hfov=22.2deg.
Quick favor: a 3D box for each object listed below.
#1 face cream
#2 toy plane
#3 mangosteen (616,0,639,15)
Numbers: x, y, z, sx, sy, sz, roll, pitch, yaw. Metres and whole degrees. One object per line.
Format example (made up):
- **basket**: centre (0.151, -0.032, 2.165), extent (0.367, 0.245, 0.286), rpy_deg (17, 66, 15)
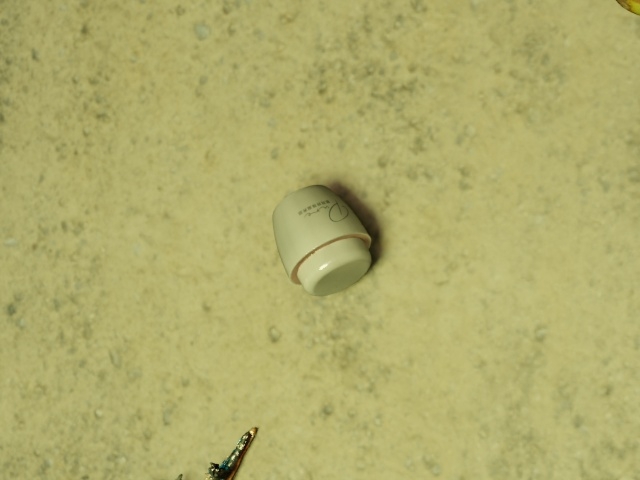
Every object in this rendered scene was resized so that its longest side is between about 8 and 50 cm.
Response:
- **face cream**: centre (0.000, 0.000, 1.632), extent (0.091, 0.091, 0.095), rpy_deg (-38, 65, 20)
- **toy plane**: centre (-0.126, 0.273, 1.701), extent (0.135, 0.062, 0.188), rpy_deg (37, 104, 23)
- **mangosteen**: centre (0.318, -0.278, 1.450), extent (0.192, 0.192, 0.217), rpy_deg (3, 122, 26)
